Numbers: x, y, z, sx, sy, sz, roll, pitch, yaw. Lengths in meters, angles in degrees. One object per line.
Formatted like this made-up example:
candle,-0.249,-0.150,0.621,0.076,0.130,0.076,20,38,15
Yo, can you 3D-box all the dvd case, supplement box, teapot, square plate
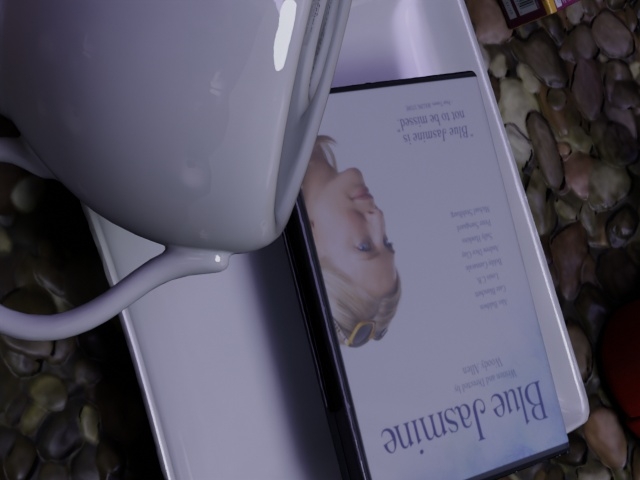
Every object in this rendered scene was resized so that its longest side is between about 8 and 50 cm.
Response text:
dvd case,0.059,0.027,0.969,0.180,0.022,0.253,-12,87,-42
supplement box,0.166,-0.195,1.169,0.083,0.043,0.055,-28,98,-41
teapot,-0.087,-0.116,0.777,0.187,0.252,0.256,13,41,3
square plate,0.000,0.000,0.972,0.347,0.049,0.344,-18,92,-42

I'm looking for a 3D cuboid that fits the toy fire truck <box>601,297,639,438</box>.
toy fire truck,0.279,0.019,1.157,0.246,0.158,0.217,46,53,-8
